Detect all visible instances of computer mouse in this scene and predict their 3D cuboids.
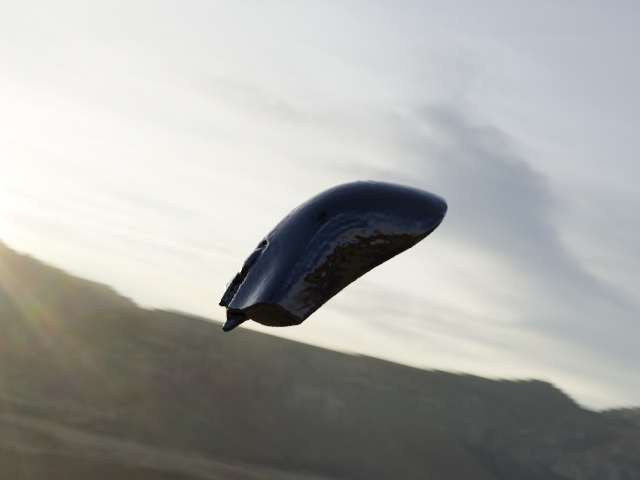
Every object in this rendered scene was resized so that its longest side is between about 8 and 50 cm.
[{"bbox_3d":[0.000,0.000,1.103,0.088,0.264,0.147,59,-18,-18],"label":"computer mouse"}]
